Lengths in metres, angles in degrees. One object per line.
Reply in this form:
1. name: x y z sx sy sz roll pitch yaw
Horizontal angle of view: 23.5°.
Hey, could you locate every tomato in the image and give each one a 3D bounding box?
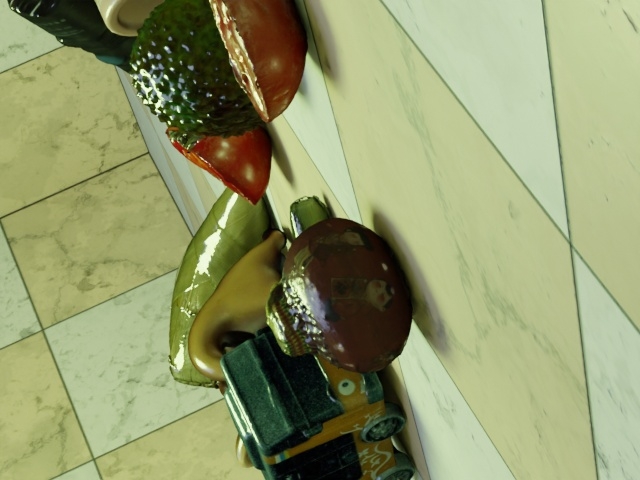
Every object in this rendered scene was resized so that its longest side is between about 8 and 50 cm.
1. tomato: -0.049 -0.188 1.402 0.155 0.069 0.155 158 90 -85
2. tomato: -0.118 -0.121 1.956 0.159 0.091 0.139 30 171 48

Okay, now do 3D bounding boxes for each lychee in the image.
1. lychee: -0.112 -0.181 1.585 0.171 0.171 0.171 155 90 -83

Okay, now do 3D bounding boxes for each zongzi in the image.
1. zongzi: 0.000 0.000 1.779 0.113 0.052 0.104 4 -111 -84
2. zongzi: -0.150 0.059 2.312 0.300 0.145 0.274 104 180 -64

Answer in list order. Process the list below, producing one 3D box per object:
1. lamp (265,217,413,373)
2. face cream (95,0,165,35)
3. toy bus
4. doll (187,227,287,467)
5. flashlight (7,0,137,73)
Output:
1. lamp: 0.015 0.060 1.493 0.156 0.135 0.157 63 170 17
2. face cream: -0.179 -0.299 1.637 0.149 0.149 0.104 95 151 -75
3. toy bus: -0.003 0.236 1.962 0.323 0.194 0.162 76 168 -56
4. doll: -0.051 0.176 2.228 0.318 0.209 0.339 -76 -22 -44
5. flashlight: -0.225 -0.237 1.842 0.103 0.103 0.424 62 -166 25
